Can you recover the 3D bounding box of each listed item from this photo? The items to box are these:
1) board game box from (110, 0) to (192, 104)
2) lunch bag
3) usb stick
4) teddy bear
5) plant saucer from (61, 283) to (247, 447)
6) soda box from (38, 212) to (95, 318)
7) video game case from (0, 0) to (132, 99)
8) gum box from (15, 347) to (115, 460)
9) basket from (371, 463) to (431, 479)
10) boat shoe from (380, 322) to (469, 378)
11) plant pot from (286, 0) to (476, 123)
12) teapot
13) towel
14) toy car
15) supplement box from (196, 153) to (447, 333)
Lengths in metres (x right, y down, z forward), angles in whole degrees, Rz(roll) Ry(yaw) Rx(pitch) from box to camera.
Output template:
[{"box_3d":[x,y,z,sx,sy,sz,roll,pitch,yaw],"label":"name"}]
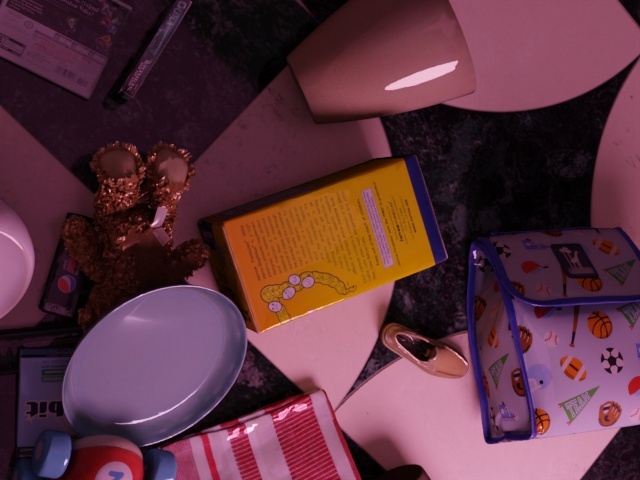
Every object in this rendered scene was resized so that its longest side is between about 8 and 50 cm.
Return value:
[{"box_3d":[-0.279,-0.311,1.669,0.026,0.126,0.186,32,82,-18],"label":"board game box"},{"box_3d":[0.457,0.165,1.896,0.328,0.239,0.385,-3,77,-19],"label":"lunch bag"},{"box_3d":[-0.432,0.175,1.677,0.278,0.045,0.077,-5,100,-19],"label":"usb stick"},{"box_3d":[-0.300,0.001,1.636,0.245,0.113,0.338,-23,118,-32],"label":"teddy bear"},{"box_3d":[-0.267,0.196,1.631,0.318,0.044,0.317,-19,129,-24],"label":"plant saucer"},{"box_3d":[-0.412,0.040,1.670,0.053,0.060,0.169,18,85,-20],"label":"soda box"},{"box_3d":[-0.431,-0.351,1.671,0.190,0.022,0.173,26,84,-17],"label":"video game case"},{"box_3d":[-0.414,0.267,1.664,0.157,0.041,0.184,1,107,-20],"label":"gum box"},{"box_3d":[0.173,0.539,1.850,0.204,0.154,0.227,-28,97,-18],"label":"basket"},{"box_3d":[0.201,0.212,1.884,0.190,0.072,0.068,23,84,-19],"label":"boat shoe"},{"box_3d":[0.089,-0.315,1.758,0.274,0.256,0.256,-25,100,1],"label":"plant pot"},{"box_3d":[-0.562,0.010,1.517,0.256,0.187,0.252,-27,138,-15],"label":"teapot"},{"box_3d":[-0.099,0.414,1.760,0.329,0.037,0.237,-18,75,-18],"label":"towel"},{"box_3d":[-0.358,0.445,1.585,0.219,0.210,0.238,17,47,-28],"label":"toy car"},{"box_3d":[0.000,0.000,1.742,0.357,0.194,0.195,-20,98,-17],"label":"supplement box"}]
